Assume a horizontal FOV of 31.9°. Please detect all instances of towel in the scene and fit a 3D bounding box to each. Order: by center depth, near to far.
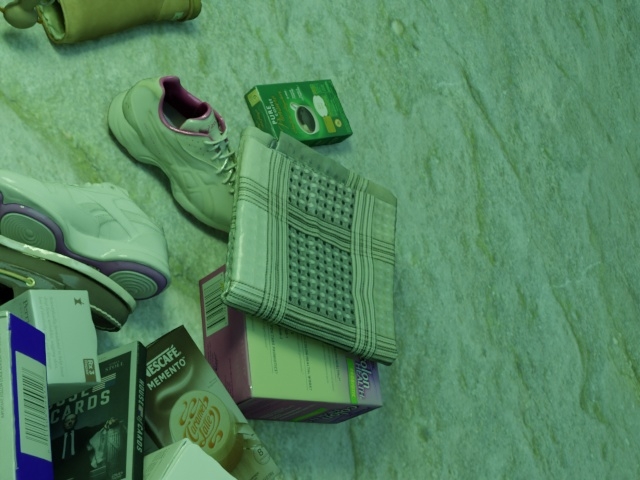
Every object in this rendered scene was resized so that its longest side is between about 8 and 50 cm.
[{"bbox_3d":[0.000,0.000,1.675,0.312,0.056,0.324,23,51,-29],"label":"towel"}]

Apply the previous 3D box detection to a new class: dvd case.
[{"bbox_3d":[-0.292,0.242,1.340,0.239,0.179,0.029,-98,162,-47],"label":"dvd case"}]

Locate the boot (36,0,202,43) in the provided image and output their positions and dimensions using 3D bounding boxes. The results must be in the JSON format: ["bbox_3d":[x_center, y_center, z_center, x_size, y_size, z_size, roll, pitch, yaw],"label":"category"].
[{"bbox_3d":[-0.330,-0.433,1.746,0.269,0.089,0.236,-18,81,-43],"label":"boot"}]

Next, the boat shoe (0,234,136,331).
[{"bbox_3d":[-0.395,0.055,1.434,0.324,0.116,0.097,27,58,-23],"label":"boat shoe"}]

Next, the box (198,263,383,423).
[{"bbox_3d":[-0.045,0.153,1.678,0.243,0.117,0.213,9,63,-36],"label":"box"}]

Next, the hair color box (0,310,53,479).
[{"bbox_3d":[-0.460,0.199,1.167,0.110,0.339,0.185,61,19,-69],"label":"hair color box"}]

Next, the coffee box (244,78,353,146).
[{"bbox_3d":[-0.036,-0.216,1.920,0.184,0.040,0.113,-14,78,-44],"label":"coffee box"}]

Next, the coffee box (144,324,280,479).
[{"bbox_3d":[-0.188,0.261,1.515,0.141,0.098,0.246,-37,95,-45],"label":"coffee box"}]

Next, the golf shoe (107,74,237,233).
[{"bbox_3d":[-0.177,-0.125,1.689,0.306,0.140,0.115,42,47,-19],"label":"golf shoe"}]

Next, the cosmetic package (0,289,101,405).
[{"bbox_3d":[-0.364,0.145,1.327,0.085,0.231,0.117,4,66,-45],"label":"cosmetic package"}]

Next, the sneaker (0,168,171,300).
[{"bbox_3d":[-0.342,-0.027,1.540,0.305,0.114,0.152,30,39,-31],"label":"sneaker"}]

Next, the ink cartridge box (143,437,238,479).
[{"bbox_3d":[-0.185,0.356,1.373,0.172,0.237,0.100,45,47,-14],"label":"ink cartridge box"}]

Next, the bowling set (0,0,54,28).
[{"bbox_3d":[-0.520,-0.404,1.557,0.287,0.154,0.200,9,45,-36],"label":"bowling set"}]
